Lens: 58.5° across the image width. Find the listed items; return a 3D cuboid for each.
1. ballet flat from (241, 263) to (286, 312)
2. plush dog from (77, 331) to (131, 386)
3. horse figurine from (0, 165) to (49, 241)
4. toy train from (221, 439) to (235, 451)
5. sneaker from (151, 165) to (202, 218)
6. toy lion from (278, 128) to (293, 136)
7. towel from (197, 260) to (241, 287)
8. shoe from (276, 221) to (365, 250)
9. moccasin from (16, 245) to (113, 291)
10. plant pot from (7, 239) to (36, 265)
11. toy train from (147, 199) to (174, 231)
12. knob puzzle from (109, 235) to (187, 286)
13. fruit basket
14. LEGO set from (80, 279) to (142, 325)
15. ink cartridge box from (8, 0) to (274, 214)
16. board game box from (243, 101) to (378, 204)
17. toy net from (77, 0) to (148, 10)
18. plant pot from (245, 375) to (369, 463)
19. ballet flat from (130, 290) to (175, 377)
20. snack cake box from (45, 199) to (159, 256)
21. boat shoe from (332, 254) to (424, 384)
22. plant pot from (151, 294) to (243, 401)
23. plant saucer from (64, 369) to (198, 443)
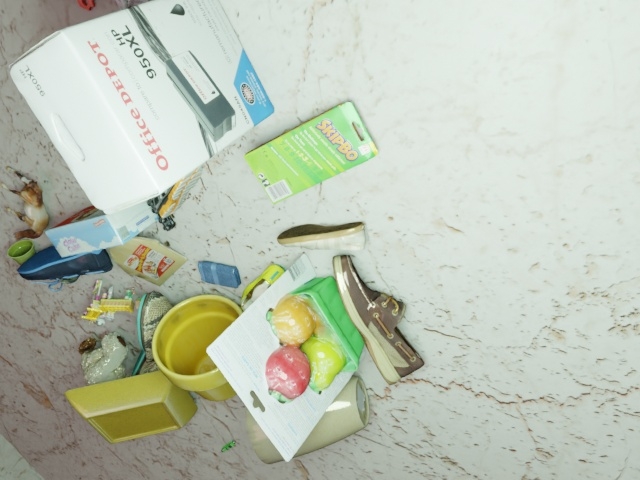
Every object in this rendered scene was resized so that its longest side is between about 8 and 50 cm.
[{"bbox_3d":[-0.163,0.145,1.469,0.077,0.077,0.231,38,131,-1],"label":"ballet flat"},{"bbox_3d":[-0.737,0.447,1.937,0.225,0.211,0.262,10,128,56],"label":"plush dog"},{"bbox_3d":[-0.870,-0.100,1.699,0.175,0.066,0.263,25,128,19],"label":"horse figurine"},{"bbox_3d":[-0.321,0.716,1.979,0.017,0.023,0.083,43,131,-4],"label":"toy train"},{"bbox_3d":[-0.361,-0.139,1.385,0.083,0.084,0.215,49,130,3],"label":"sneaker"},{"bbox_3d":[-0.030,-0.189,1.204,0.096,0.034,0.100,-6,118,24],"label":"toy lion"},{"bbox_3d":[-0.269,0.088,1.520,0.120,0.029,0.067,9,125,24],"label":"towel"},{"bbox_3d":[0.000,0.000,1.282,0.219,0.076,0.058,-4,114,29],"label":"shoe"},{"bbox_3d":[-0.778,0.089,1.729,0.342,0.137,0.116,-8,129,30],"label":"moccasin"},{"bbox_3d":[-0.951,0.054,1.844,0.083,0.083,0.079,12,137,21],"label":"plant pot"},{"bbox_3d":[-0.425,-0.096,1.476,0.027,0.036,0.158,-6,120,46],"label":"toy train"},{"bbox_3d":[-0.491,0.041,1.580,0.213,0.029,0.213,4,139,4],"label":"knob puzzle"},{"bbox_3d":[-0.063,0.258,1.315,0.166,0.353,0.327,-9,118,51],"label":"fruit basket"},{"bbox_3d":[-0.638,0.178,1.762,0.287,0.107,0.132,-18,146,32],"label":"LEGO set"},{"bbox_3d":[-0.296,-0.270,1.049,0.166,0.395,0.285,-14,114,35],"label":"ink cartridge box"},{"bbox_3d":[-0.020,-0.178,1.170,0.260,0.039,0.124,-22,110,26],"label":"board game box"},{"bbox_3d":[-0.470,-0.526,1.202,0.232,0.045,0.122,28,130,9],"label":"toy net"},{"bbox_3d":[-0.019,0.441,1.507,0.274,0.256,0.256,-13,115,17],"label":"plant pot"},{"bbox_3d":[-0.464,0.317,1.723,0.182,0.164,0.482,16,137,-8],"label":"ballet flat"},{"bbox_3d":[-0.579,-0.042,1.520,0.265,0.152,0.089,-9,115,33],"label":"snack cake box"},{"bbox_3d":[0.138,0.169,1.315,0.123,0.123,0.341,-26,101,8],"label":"boat shoe"},{"bbox_3d":[-0.300,0.317,1.564,0.254,0.254,0.239,14,143,20],"label":"plant pot"},{"bbox_3d":[-0.579,0.538,1.792,0.333,0.080,0.332,-11,142,-5],"label":"plant saucer"}]
